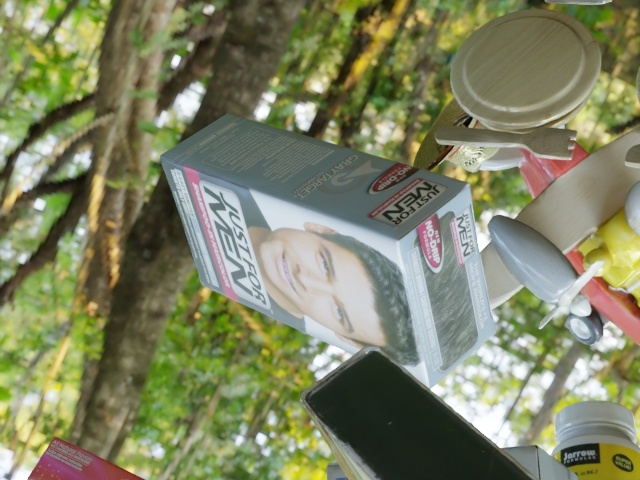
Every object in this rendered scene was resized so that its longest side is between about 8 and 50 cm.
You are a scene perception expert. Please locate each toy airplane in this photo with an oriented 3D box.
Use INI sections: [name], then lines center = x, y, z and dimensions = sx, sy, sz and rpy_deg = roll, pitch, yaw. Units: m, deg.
[toy airplane]
center = 0.384, -0.052, 1.600
dimensions = 0.384, 0.386, 0.272
rpy_deg = 16, 166, -22

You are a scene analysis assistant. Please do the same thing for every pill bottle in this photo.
[pill bottle]
center = 0.339, 0.310, 1.447
dimensions = 0.119, 0.119, 0.209
rpy_deg = 21, -128, -22

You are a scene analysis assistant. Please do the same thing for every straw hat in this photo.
[straw hat]
center = 0.167, -0.111, 1.334
dimensions = 0.061, 0.144, 0.144
rpy_deg = 34, -167, -11

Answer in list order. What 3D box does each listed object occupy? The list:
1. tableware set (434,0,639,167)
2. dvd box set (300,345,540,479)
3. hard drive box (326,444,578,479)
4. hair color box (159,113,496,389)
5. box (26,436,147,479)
[tableware set]
center = 0.170, -0.086, 0.670
dimensions = 0.194, 0.128, 0.039
rpy_deg = 9, 152, 24
[dvd box set]
center = 0.155, 0.279, 0.645
dimensions = 0.420, 0.062, 0.307
rpy_deg = 61, 169, -27
[hard drive box]
center = 0.146, 0.287, 1.271
dimensions = 0.232, 0.089, 0.181
rpy_deg = -11, 156, 23
[hair color box]
center = 0.000, 0.000, 1.279
dimensions = 0.113, 0.185, 0.374
rpy_deg = -36, -143, -31
[box]
center = -0.190, 0.321, 1.238
dimensions = 0.256, 0.123, 0.128
rpy_deg = 18, 157, 29
